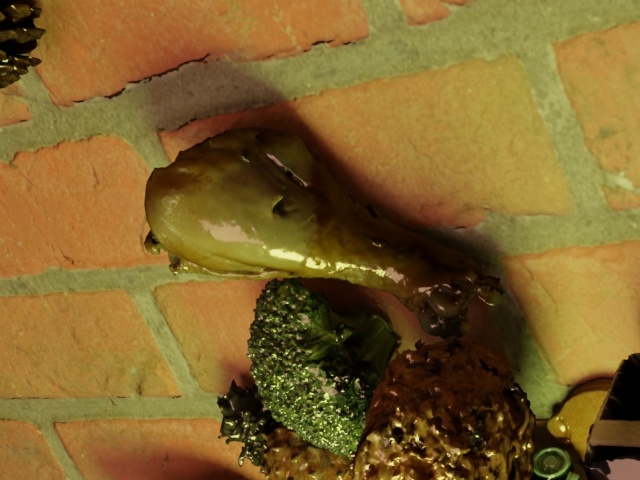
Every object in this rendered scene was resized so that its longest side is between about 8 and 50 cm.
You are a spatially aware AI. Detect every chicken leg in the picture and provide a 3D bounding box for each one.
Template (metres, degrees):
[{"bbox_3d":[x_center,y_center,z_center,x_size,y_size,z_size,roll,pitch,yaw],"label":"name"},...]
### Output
[{"bbox_3d":[0.000,0.000,1.414,0.429,0.201,0.153,22,175,9],"label":"chicken leg"}]

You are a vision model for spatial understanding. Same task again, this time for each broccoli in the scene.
[{"bbox_3d":[0.011,0.159,1.507,0.226,0.176,0.198,19,162,3],"label":"broccoli"}]

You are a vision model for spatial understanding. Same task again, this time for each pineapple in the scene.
[{"bbox_3d":[-0.038,0.266,1.659,0.278,0.158,0.158,28,135,31],"label":"pineapple"}]

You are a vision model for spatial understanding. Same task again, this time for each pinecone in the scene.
[{"bbox_3d":[-0.430,-0.272,1.502,0.184,0.179,0.205,-22,80,32],"label":"pinecone"}]

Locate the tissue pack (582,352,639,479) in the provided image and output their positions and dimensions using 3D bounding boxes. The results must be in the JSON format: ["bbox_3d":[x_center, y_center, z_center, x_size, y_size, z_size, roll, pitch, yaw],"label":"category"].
[{"bbox_3d":[0.466,0.230,1.198,0.370,0.198,0.210,-4,111,30],"label":"tissue pack"}]

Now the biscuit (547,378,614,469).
[{"bbox_3d":[0.375,0.234,1.404,0.249,0.035,0.184,19,130,23],"label":"biscuit"}]

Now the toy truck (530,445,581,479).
[{"bbox_3d":[0.193,0.316,1.505,0.259,0.135,0.128,4,136,32],"label":"toy truck"}]

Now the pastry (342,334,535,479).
[{"bbox_3d":[0.115,0.232,1.347,0.193,0.275,0.275,21,132,33],"label":"pastry"}]
